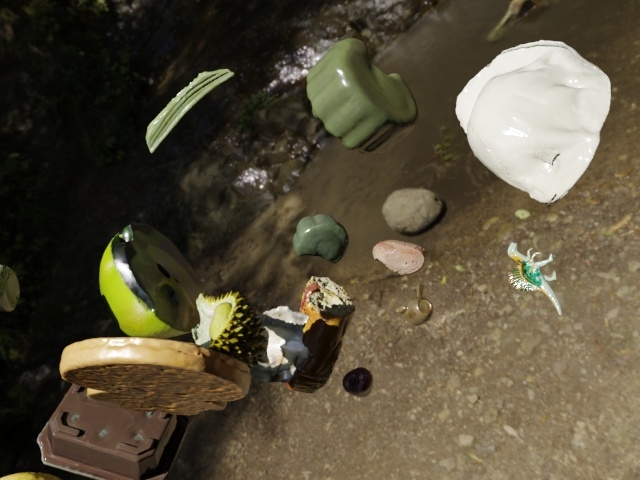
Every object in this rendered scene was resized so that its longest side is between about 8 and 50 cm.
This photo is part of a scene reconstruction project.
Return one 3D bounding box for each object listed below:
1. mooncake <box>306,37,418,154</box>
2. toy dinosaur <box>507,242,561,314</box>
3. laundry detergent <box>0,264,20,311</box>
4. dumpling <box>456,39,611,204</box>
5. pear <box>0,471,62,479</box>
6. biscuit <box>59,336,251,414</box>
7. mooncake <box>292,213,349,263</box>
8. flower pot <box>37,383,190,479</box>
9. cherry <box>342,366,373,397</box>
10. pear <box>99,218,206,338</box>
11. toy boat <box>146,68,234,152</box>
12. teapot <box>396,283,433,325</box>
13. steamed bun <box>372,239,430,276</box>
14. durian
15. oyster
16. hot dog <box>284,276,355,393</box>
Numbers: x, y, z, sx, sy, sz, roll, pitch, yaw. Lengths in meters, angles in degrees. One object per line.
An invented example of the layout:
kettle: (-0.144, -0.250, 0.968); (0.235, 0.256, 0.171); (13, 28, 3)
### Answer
mooncake: (0.125, -0.417, 1.456); (0.187, 0.351, 0.351); (-35, 30, 37)
toy dinosaur: (0.496, 0.086, 1.140); (0.107, 0.044, 0.187); (-9, 71, 28)
laundry detergent: (-0.886, 0.109, 1.174); (0.181, 0.254, 0.090); (121, 151, -54)
dumpling: (0.414, -0.246, 0.946); (0.260, 0.181, 0.341); (-53, 16, 28)
pear: (-0.512, 0.480, 0.820); (0.178, 0.178, 0.178); (-33, 32, 24)
biscuit: (-0.187, 0.164, 0.573); (0.288, 0.202, 0.044); (115, 161, -61)
mooncake: (0.000, 0.000, 1.517); (0.169, 0.175, 0.104); (-37, 33, 1)
flower pot: (-0.381, 0.339, 0.899); (0.178, 0.251, 0.084); (-72, -2, -47)
cherry: (0.127, 0.483, 1.649); (0.106, 0.126, 0.086); (-9, 55, -4)
pear: (-0.524, 0.148, 1.463); (0.165, 0.398, 0.398); (-33, 31, 6)
toy boat: (-0.345, -0.346, 1.237); (0.293, 0.055, 0.093); (-43, 31, 2)
teapot: (0.243, 0.157, 1.232); (0.080, 0.085, 0.110); (116, 168, -62)
steamed bun: (0.261, 0.058, 1.584); (0.175, 0.145, 0.106); (17, 100, 19)
durian: (-0.225, 0.216, 1.177); (0.167, 0.172, 0.306); (-27, 31, -9)
oyster: (-0.168, 0.312, 1.393); (0.271, 0.100, 0.275); (17, 59, 17)
hot dog: (-0.034, 0.342, 1.709); (0.367, 0.196, 0.365); (-116, 42, -78)
